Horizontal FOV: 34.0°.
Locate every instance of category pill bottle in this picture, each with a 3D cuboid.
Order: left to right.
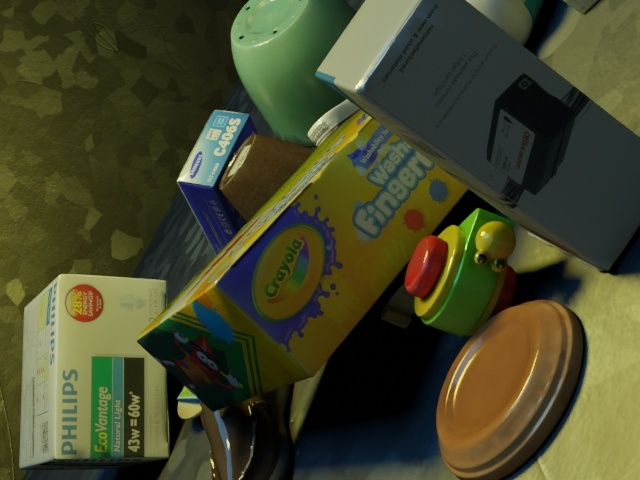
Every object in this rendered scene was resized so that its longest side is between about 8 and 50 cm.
[{"bbox_3d":[0.257,-0.368,1.535,0.146,0.146,0.264,-27,35,61],"label":"pill bottle"}]

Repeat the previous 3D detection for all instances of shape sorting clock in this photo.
[{"bbox_3d":[-0.194,0.244,1.936,0.206,0.040,0.206,-47,16,18],"label":"shape sorting clock"}]

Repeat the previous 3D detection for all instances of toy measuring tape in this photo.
[{"bbox_3d":[0.132,0.070,1.188,0.121,0.121,0.330,-67,7,-29],"label":"toy measuring tape"}]

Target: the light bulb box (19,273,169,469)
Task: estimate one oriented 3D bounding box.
[{"bbox_3d":[-0.465,0.278,2.120,0.361,0.225,0.358,-28,62,60],"label":"light bulb box"}]

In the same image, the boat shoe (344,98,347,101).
[{"bbox_3d":[0.110,-0.291,1.890,0.320,0.116,0.099,-61,19,8],"label":"boat shoe"}]

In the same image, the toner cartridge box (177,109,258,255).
[{"bbox_3d":[-0.144,-0.060,1.902,0.348,0.075,0.165,70,-144,-53],"label":"toner cartridge box"}]

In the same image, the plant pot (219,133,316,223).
[{"bbox_3d":[-0.042,-0.071,1.722,0.215,0.230,0.215,-51,17,23],"label":"plant pot"}]

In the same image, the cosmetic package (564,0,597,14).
[{"bbox_3d":[0.348,-0.363,1.411,0.041,0.060,0.115,-44,23,41],"label":"cosmetic package"}]

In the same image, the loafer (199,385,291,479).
[{"bbox_3d":[-0.128,0.278,1.513,0.134,0.130,0.366,-52,17,21],"label":"loafer"}]

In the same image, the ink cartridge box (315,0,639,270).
[{"bbox_3d":[0.167,-0.122,1.051,0.129,0.307,0.223,-55,16,4],"label":"ink cartridge box"}]

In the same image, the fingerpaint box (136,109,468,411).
[{"bbox_3d":[0.000,0.000,1.388,0.445,0.163,0.371,-48,7,-27],"label":"fingerpaint box"}]

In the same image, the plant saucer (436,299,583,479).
[{"bbox_3d":[0.176,0.142,1.028,0.200,0.037,0.200,-52,16,22],"label":"plant saucer"}]

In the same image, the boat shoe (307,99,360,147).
[{"bbox_3d":[0.110,-0.211,1.739,0.301,0.102,0.108,-37,-6,-40],"label":"boat shoe"}]

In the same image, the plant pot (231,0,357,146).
[{"bbox_3d":[-0.037,-0.372,2.065,0.293,0.235,0.293,-21,45,22],"label":"plant pot"}]
